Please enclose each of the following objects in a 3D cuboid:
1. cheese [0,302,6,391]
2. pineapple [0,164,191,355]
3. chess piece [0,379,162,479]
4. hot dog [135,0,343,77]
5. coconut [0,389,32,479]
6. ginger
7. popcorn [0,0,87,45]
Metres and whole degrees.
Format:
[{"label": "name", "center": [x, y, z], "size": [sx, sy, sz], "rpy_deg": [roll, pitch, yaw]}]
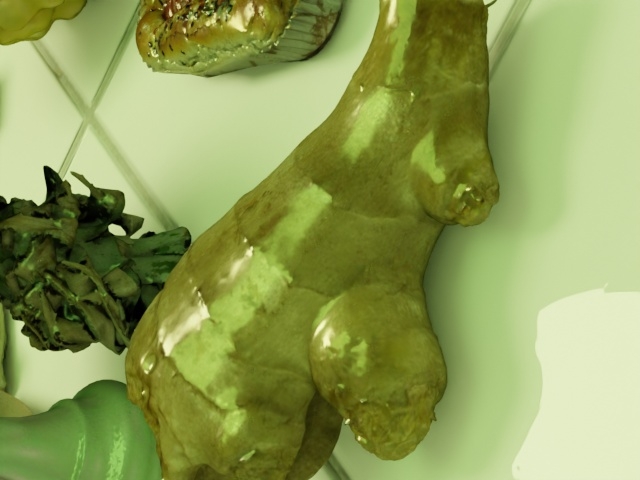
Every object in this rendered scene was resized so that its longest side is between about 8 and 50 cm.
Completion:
[{"label": "cheese", "center": [-0.335, 0.076, 1.708], "size": [0.065, 0.043, 0.194], "rpy_deg": [-38, 46, 30]}, {"label": "pineapple", "center": [-0.244, 0.021, 1.408], "size": [0.262, 0.271, 0.263], "rpy_deg": [-168, 90, -85]}, {"label": "chess piece", "center": [-0.261, 0.161, 1.363], "size": [0.139, 0.271, 0.139], "rpy_deg": [-25, 58, 48]}, {"label": "hot dog", "center": [-0.074, -0.204, 1.425], "size": [0.268, 0.075, 0.144], "rpy_deg": [-1, 78, 57]}, {"label": "coconut", "center": [-0.316, 0.183, 1.573], "size": [0.122, 0.116, 0.116], "rpy_deg": [4, 80, 60]}, {"label": "ginger", "center": [0.005, 0.014, 1.150], "size": [0.375, 0.166, 0.236], "rpy_deg": [-59, 27, 30]}, {"label": "popcorn", "center": [-0.382, -0.319, 1.664], "size": [0.381, 0.349, 0.349], "rpy_deg": [-31, 40, -4]}]
